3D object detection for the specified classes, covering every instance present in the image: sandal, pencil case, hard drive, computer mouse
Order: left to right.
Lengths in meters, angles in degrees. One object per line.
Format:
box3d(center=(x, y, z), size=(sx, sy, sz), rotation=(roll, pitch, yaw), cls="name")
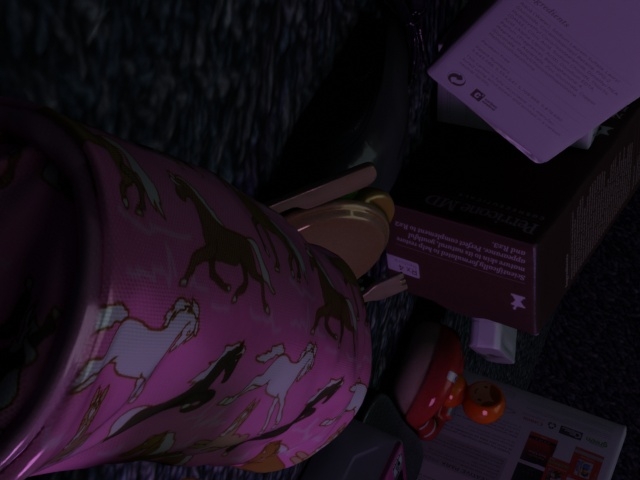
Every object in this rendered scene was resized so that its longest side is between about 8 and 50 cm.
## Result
box3d(center=(-0.088, 0.051, 0.513), size=(0.386, 0.167, 0.160), rotation=(26, 55, -69), cls="pencil case")
box3d(center=(0.050, -0.117, 0.850), size=(0.272, 0.072, 0.188), rotation=(-65, 159, -20), cls="computer mouse")
box3d(center=(0.079, 0.271, 1.283), size=(0.097, 0.054, 0.254), rotation=(-52, 142, -29), cls="sandal")
box3d(center=(0.265, -0.007, 1.417), size=(0.233, 0.047, 0.353), rotation=(36, 59, -69), cls="hard drive")

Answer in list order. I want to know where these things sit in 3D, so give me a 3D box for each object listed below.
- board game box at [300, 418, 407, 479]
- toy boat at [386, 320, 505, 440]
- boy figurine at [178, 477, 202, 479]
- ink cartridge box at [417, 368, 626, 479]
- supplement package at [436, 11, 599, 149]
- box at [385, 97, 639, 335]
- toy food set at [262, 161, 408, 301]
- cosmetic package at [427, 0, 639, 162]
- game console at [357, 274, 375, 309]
box3d(center=(0.025, 0.383, 1.173), size=(0.224, 0.098, 0.303), rotation=(-59, 157, -30), cls="board game box")
box3d(center=(0.185, 0.209, 1.357), size=(0.151, 0.151, 0.231), rotation=(-67, 159, -14), cls="toy boat")
box3d(center=(-0.088, 0.199, 0.528), size=(0.177, 0.092, 0.285), rotation=(-20, 163, -42), cls="boy figurine")
box3d(center=(0.266, 0.362, 1.469), size=(0.272, 0.309, 0.130), rotation=(-54, 153, -39), cls="ink cartridge box")
box3d(center=(0.233, -0.187, 1.099), size=(0.105, 0.179, 0.105), rotation=(-54, 151, -44), cls="supplement package")
box3d(center=(0.251, -0.076, 1.159), size=(0.381, 0.191, 0.143), rotation=(-47, 141, -36), cls="box")
box3d(center=(0.000, 0.000, 0.793), size=(0.192, 0.132, 0.038), rotation=(69, 0, -56), cls="toy food set")
box3d(center=(0.275, -0.252, 0.807), size=(0.217, 0.156, 0.385), rotation=(-58, -170, -28), cls="cosmetic package")
box3d(center=(0.004, 0.086, 0.988), size=(0.107, 0.071, 0.122), rotation=(-153, -99, -80), cls="game console")
